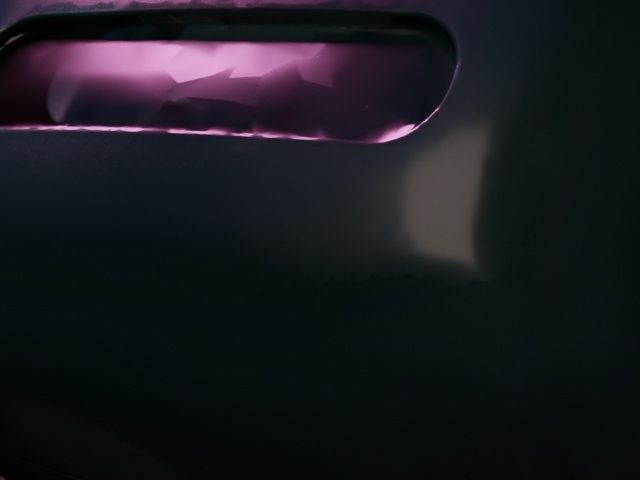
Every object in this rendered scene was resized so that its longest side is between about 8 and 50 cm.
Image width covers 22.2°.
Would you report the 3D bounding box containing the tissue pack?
[{"bbox_3d":[0.000,0.000,0.519,0.287,0.206,0.198,5,56,33],"label":"tissue pack"}]
